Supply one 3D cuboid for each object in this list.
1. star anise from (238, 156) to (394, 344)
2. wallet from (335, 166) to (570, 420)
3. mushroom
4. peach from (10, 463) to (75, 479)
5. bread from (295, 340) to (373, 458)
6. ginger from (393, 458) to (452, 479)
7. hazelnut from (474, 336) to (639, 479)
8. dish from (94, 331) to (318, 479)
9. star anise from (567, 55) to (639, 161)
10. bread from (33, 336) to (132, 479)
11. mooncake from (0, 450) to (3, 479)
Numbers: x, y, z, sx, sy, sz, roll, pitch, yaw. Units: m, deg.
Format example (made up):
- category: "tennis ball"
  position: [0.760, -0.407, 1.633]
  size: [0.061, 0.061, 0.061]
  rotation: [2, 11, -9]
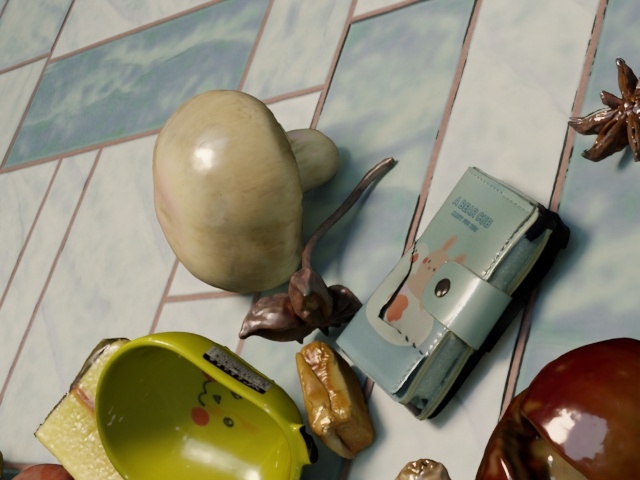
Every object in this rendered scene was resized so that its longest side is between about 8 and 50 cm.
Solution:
- category: "star anise"
  position: [0.000, 0.000, 1.483]
  size: [0.218, 0.148, 0.227]
  rotation: [-7, 57, -6]
- category: "wallet"
  position: [0.134, 0.050, 1.339]
  size: [0.250, 0.075, 0.176]
  rotation: [-53, 29, 2]
- category: "mushroom"
  position: [-0.083, -0.067, 1.587]
  size: [0.234, 0.254, 0.260]
  rotation: [-19, 4, -21]
- category: "peach"
  position: [-0.337, 0.355, 1.580]
  size: [0.152, 0.152, 0.152]
  rotation: [-29, 43, 32]
- category: "bread"
  position: [0.013, 0.170, 1.381]
  size: [0.053, 0.074, 0.132]
  rotation: [-32, 42, 12]
- category: "ginger"
  position: [0.072, 0.294, 1.078]
  size: [0.084, 0.290, 0.122]
  rotation: [-6, 35, -4]
- category: "hazelnut"
  position: [0.224, 0.202, 1.010]
  size: [0.251, 0.217, 0.217]
  rotation: [-62, 30, 26]
- category: "dish"
  position: [-0.110, 0.196, 1.404]
  size: [0.108, 0.262, 0.221]
  rotation: [-43, -26, -52]
- category: "star anise"
  position: [0.318, -0.126, 1.289]
  size: [0.141, 0.042, 0.141]
  rotation: [-30, 40, 29]
- category: "bread"
  position: [-0.195, 0.265, 1.573]
  size: [0.264, 0.163, 0.168]
  rotation: [43, 94, 22]
- category: "mooncake"
  position: [-0.564, 0.325, 1.809]
  size: [0.234, 0.235, 0.117]
  rotation: [-22, 50, 38]
